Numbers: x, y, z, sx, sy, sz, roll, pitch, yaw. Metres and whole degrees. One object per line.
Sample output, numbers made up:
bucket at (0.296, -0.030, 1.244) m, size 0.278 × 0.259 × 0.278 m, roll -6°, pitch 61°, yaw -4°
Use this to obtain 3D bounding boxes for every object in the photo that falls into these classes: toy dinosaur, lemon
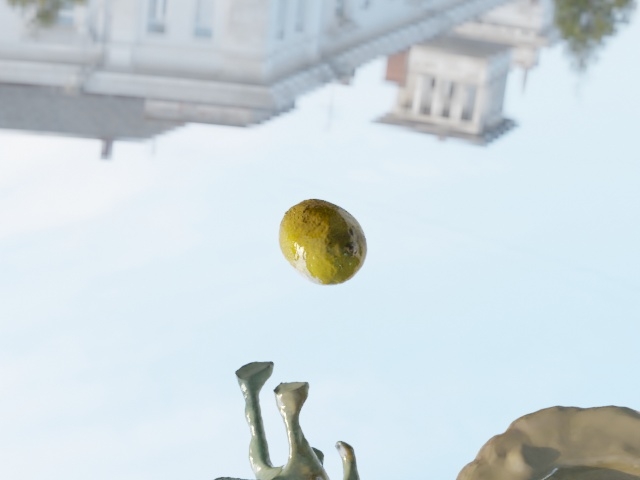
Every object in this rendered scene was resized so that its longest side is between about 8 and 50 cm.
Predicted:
toy dinosaur at (-0.033, 0.204, 1.287) m, size 0.092 × 0.205 × 0.393 m, roll -9°, pitch 179°, yaw 15°
lemon at (0.000, 0.000, 1.578) m, size 0.082 × 0.082 × 0.111 m, roll -9°, pitch -149°, yaw -37°

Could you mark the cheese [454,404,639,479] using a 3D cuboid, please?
cheese at (0.225, 0.269, 1.021) m, size 0.292 × 0.153 × 0.332 m, roll -15°, pitch -119°, yaw 0°
